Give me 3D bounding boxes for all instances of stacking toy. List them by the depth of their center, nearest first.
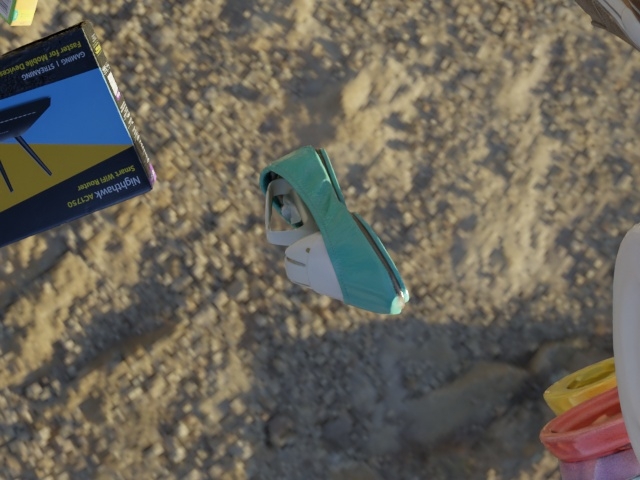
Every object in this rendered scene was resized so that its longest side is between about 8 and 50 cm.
[{"bbox_3d":[0.373,0.188,1.417,0.280,0.309,0.130,-23,92,16],"label":"stacking toy"}]

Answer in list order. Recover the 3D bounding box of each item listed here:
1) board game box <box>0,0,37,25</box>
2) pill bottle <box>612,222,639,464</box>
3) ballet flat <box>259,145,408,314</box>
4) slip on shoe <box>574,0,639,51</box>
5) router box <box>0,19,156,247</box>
[{"bbox_3d":[-0.324,-0.375,1.496,0.039,0.124,0.259,-11,135,-41],"label":"board game box"},{"bbox_3d":[0.406,0.069,0.982,0.361,0.204,0.204,-6,120,-1],"label":"pill bottle"},{"bbox_3d":[0.000,0.000,1.253,0.087,0.247,0.083,-21,128,-7],"label":"ballet flat"},{"bbox_3d":[0.212,-0.166,0.986,0.051,0.135,0.041,-27,161,-37],"label":"slip on shoe"},{"bbox_3d":[-0.230,-0.071,1.041,0.179,0.046,0.133,-21,107,6],"label":"router box"}]
